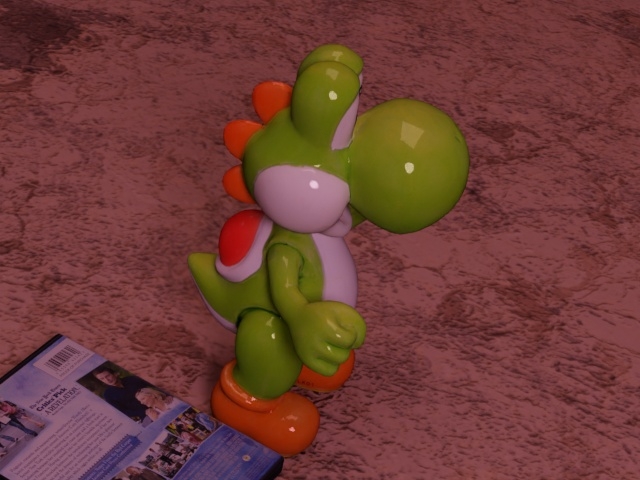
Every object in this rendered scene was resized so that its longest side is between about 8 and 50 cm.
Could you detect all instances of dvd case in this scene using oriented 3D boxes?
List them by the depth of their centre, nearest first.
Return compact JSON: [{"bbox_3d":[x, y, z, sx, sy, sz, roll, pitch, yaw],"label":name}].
[{"bbox_3d":[-0.183,0.183,1.222,0.253,0.022,0.180,26,39,19],"label":"dvd case"}]

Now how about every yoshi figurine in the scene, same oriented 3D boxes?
[{"bbox_3d":[0.023,0.012,1.223,0.203,0.362,0.203,-11,41,-29],"label":"yoshi figurine"}]
